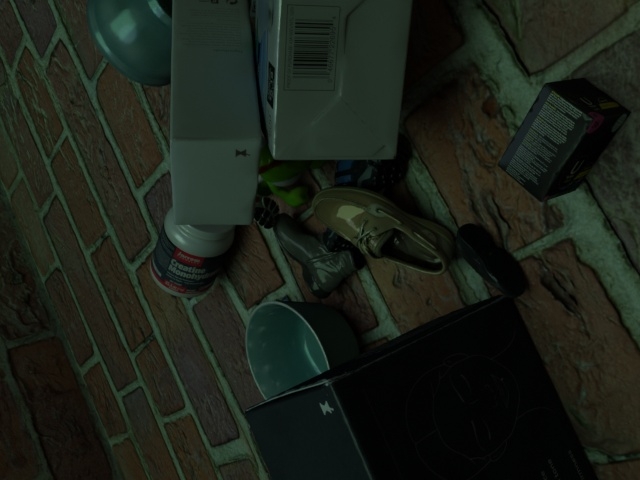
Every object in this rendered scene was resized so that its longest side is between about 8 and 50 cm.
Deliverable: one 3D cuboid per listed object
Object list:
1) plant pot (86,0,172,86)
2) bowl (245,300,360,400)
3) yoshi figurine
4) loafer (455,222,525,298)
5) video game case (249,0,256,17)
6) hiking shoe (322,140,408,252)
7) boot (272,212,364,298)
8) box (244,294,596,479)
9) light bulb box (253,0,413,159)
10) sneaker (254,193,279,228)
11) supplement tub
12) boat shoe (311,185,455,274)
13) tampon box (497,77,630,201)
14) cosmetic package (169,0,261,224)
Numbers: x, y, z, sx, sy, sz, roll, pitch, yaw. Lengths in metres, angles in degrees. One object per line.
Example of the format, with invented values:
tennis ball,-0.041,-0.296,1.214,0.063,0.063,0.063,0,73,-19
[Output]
plant pot,-0.393,-0.554,1.768,0.196,0.293,0.293,-21,87,41
bowl,-0.024,0.274,1.729,0.311,0.163,0.311,18,116,43
yoshi figurine,-0.085,-0.190,1.668,0.362,0.203,0.203,-4,60,63
loafer,0.318,0.045,1.358,0.170,0.062,0.061,55,159,24
video game case,-0.083,-0.569,1.550,0.212,0.023,0.193,33,117,52
hiking shoe,0.080,-0.110,1.538,0.132,0.113,0.304,54,129,35
boot,0.000,0.000,1.690,0.161,0.083,0.246,-46,68,33
box,0.201,0.412,1.291,0.297,0.472,0.480,-32,79,48
light bulb box,0.004,-0.366,1.312,0.361,0.225,0.358,-116,28,-63
sneaker,-0.164,-0.089,1.676,0.071,0.170,0.068,22,77,52
supplement tub,-0.348,0.009,1.974,0.191,0.191,0.272,51,135,23
boat shoe,0.117,-0.017,1.422,0.302,0.098,0.109,24,123,7
tampon box,0.386,-0.162,1.150,0.101,0.120,0.161,47,134,27
cosmetic package,-0.217,-0.271,1.442,0.230,0.161,0.453,101,164,-49
